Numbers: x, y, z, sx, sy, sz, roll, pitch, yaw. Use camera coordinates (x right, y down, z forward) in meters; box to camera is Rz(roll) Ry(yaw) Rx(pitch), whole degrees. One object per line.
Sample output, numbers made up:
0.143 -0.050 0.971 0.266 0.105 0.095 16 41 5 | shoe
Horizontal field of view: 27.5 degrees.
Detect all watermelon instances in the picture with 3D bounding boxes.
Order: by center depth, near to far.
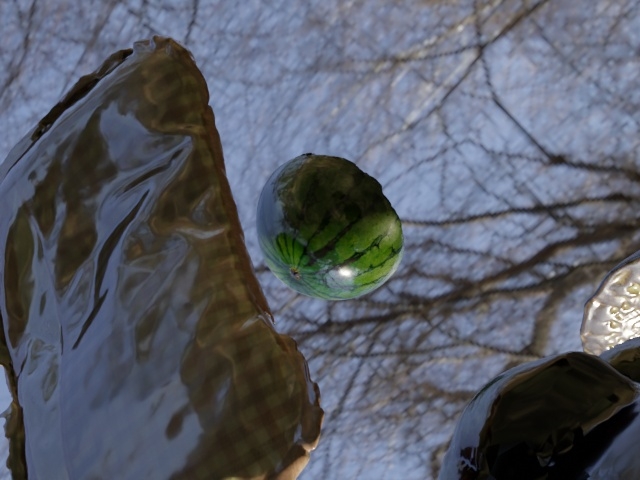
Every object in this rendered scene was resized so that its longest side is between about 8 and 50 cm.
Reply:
0.000 0.000 0.860 0.105 0.105 0.062 40 -134 -4 | watermelon

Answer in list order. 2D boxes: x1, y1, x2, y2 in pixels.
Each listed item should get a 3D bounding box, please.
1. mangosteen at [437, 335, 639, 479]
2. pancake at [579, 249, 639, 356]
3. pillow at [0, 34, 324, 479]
0.160 0.136 0.488 0.243 0.243 0.243 16 -127 -23 | mangosteen
0.261 0.047 0.828 0.199 0.199 0.021 20 -132 -20 | pancake
-0.072 0.025 0.460 0.034 0.135 0.211 25 -149 -42 | pillow
